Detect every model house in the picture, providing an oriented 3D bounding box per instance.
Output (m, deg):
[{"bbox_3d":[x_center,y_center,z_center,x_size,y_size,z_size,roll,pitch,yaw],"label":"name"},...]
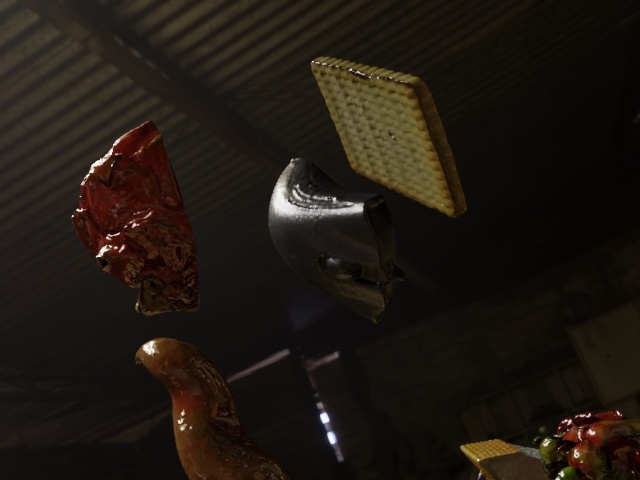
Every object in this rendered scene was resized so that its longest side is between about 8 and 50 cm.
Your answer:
[{"bbox_3d":[0.209,0.284,0.874,0.100,0.101,0.088,16,-5,-5],"label":"model house"}]

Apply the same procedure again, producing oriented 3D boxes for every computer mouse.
[{"bbox_3d":[0.000,0.000,0.858,0.088,0.147,0.264,-20,27,-29],"label":"computer mouse"}]

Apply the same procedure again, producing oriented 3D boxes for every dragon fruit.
[{"bbox_3d":[0.275,0.222,0.763,0.175,0.138,0.142,15,-69,-37],"label":"dragon fruit"},{"bbox_3d":[-0.137,0.003,0.571,0.083,0.106,0.162,-16,-30,-20],"label":"dragon fruit"}]

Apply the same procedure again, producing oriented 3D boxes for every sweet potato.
[{"bbox_3d":[-0.071,0.147,0.542,0.058,0.202,0.055,-12,-32,-53],"label":"sweet potato"}]

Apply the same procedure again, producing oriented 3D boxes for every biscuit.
[{"bbox_3d":[0.077,-0.130,0.891,0.029,0.172,0.254,-31,29,-14],"label":"biscuit"}]
